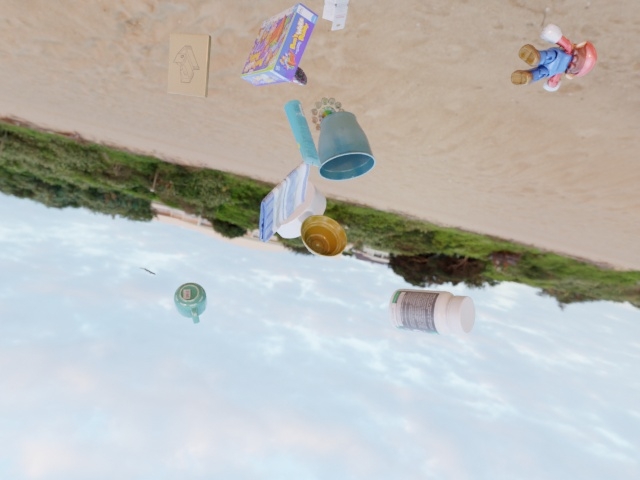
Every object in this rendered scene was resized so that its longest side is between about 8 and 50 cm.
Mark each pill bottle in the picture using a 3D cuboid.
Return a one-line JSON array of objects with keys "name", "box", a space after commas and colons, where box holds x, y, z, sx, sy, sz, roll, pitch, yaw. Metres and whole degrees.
[{"name": "pill bottle", "box": [0.520, 0.336, 2.095, 0.361, 0.204, 0.204, -2, 174, 42]}]

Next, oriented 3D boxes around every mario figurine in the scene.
[{"name": "mario figurine", "box": [0.794, -0.624, 1.542, 0.320, 0.170, 0.198, -15, 170, -22]}]

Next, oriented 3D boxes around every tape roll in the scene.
[{"name": "tape roll", "box": [-0.115, -0.151, 2.137, 0.286, 0.286, 0.100, 22, 160, 51]}]

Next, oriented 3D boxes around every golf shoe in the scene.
[{"name": "golf shoe", "box": [-0.140, -0.719, 1.914, 0.186, 0.067, 0.086, 18, 163, -40]}]

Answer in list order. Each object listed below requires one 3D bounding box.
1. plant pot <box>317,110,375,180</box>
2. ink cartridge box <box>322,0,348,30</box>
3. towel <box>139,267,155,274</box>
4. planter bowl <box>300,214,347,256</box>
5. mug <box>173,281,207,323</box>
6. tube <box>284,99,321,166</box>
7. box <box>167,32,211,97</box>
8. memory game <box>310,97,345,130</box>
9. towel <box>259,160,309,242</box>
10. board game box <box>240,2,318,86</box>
[{"name": "plant pot", "box": [0.105, -0.458, 2.120, 0.272, 0.255, 0.271, -8, 162, -3]}, {"name": "ink cartridge box", "box": [0.066, -1.001, 1.895, 0.060, 0.180, 0.104, 30, -139, 22]}, {"name": "towel", "box": [-0.806, 0.143, 2.074, 0.060, 0.009, 0.083, 36, 159, -36]}, {"name": "planter bowl", "box": [0.000, 0.000, 1.963, 0.217, 0.217, 0.090, 12, 143, -17]}, {"name": "mug", "box": [-0.517, 0.242, 1.803, 0.158, 0.097, 0.129, 33, -125, 14]}, {"name": "tube", "box": [-0.051, -0.308, 1.291, 0.080, 0.207, 0.052, 0, 155, -46]}, {"name": "box", "box": [-0.452, -0.599, 1.524, 0.164, 0.201, 0.021, 13, -166, 21]}, {"name": "memory game", "box": [0.037, -0.622, 2.230, 0.186, 0.186, 0.012, 12, -165, -22]}, {"name": "towel", "box": [-0.125, -0.141, 1.581, 0.034, 0.209, 0.285, 27, -130, 14]}, {"name": "board game box", "box": [-0.158, -0.687, 1.599, 0.078, 0.233, 0.347, 21, -177, -31]}]
